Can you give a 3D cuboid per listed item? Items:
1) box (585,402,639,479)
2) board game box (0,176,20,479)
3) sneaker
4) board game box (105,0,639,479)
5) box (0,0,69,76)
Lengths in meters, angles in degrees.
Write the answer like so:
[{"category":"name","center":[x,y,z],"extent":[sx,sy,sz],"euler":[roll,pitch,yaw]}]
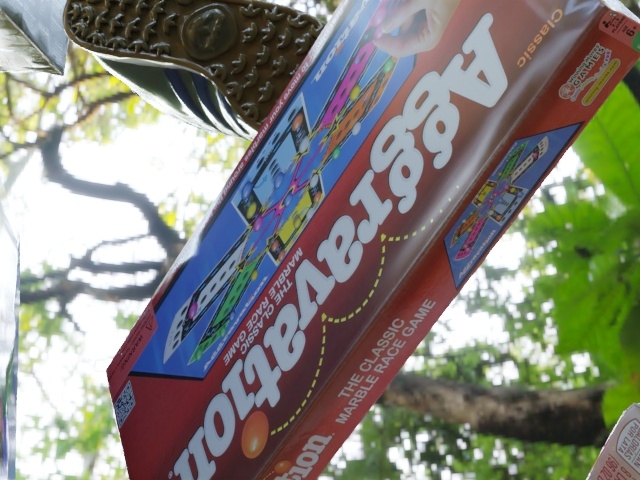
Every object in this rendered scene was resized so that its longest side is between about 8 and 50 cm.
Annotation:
[{"category":"box","center":[0.145,0.177,0.452],"extent":[0.128,0.122,0.257],"euler":[-9,-49,-39]},{"category":"board game box","center":[-0.208,0.022,0.560],"extent":[0.078,0.233,0.347],"euler":[-3,-27,-6]},{"category":"sneaker","center":[-0.038,-0.085,0.627],"extent":[0.192,0.064,0.086],"euler":[23,-7,19]},{"category":"board game box","center":[0.000,0.000,0.463],"extent":[0.027,0.145,0.281],"euler":[20,-64,-32]},{"category":"box","center":[-0.332,-0.194,0.800],"extent":[0.257,0.079,0.322],"euler":[3,-7,3]}]
